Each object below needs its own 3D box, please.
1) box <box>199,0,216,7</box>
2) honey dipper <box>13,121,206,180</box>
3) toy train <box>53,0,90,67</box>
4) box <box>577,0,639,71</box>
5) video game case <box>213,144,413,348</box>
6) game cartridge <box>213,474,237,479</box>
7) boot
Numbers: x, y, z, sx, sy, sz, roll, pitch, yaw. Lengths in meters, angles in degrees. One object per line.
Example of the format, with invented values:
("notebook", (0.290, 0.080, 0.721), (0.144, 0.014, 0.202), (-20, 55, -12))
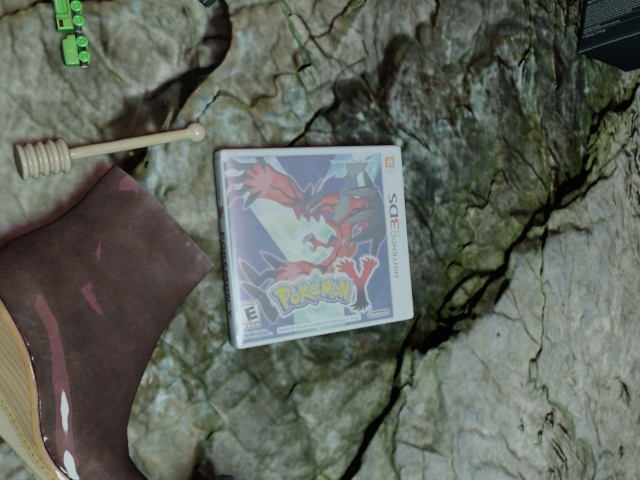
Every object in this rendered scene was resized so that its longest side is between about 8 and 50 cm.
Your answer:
("box", (-0.115, -0.279, 0.520), (0.184, 0.191, 0.045), (43, 73, -21))
("honey dipper", (-0.170, -0.079, 0.579), (0.161, 0.030, 0.030), (-15, 97, -30))
("toy train", (-0.207, -0.184, 0.567), (0.024, 0.017, 0.083), (-10, 94, -18))
("box", (0.438, -0.319, 0.782), (0.103, 0.261, 0.184), (9, 85, -28))
("video game case", (0.000, 0.000, 0.674), (0.201, 0.023, 0.183), (-6, 92, -28))
("game cartridge", (-0.130, 0.386, 0.509), (0.355, 0.068, 0.230), (-40, 95, -28))
("boot", (-0.157, 0.090, 0.549), (0.207, 0.090, 0.248), (-44, 105, -20))
